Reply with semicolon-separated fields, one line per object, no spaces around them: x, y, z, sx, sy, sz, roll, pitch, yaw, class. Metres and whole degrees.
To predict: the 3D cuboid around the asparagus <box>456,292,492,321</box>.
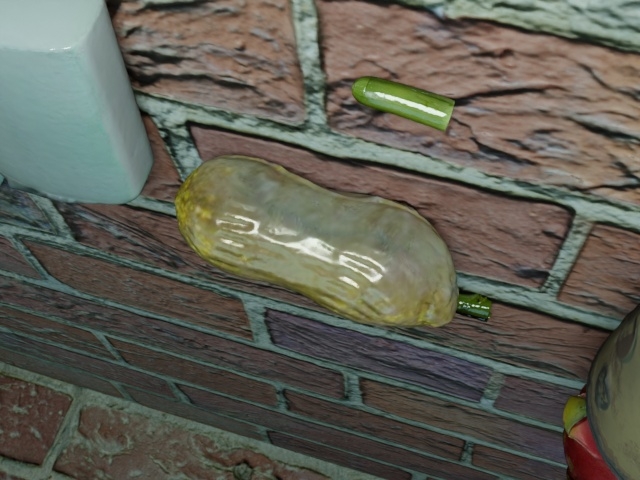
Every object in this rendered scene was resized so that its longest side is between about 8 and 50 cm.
0.128;0.069;1.129;0.165;0.030;0.036;11;168;19;asparagus

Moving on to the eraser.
-0.265;-0.140;0.845;0.189;0.104;0.290;21;158;7;eraser

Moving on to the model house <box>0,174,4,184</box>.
-0.484;-0.067;1.139;0.148;0.149;0.119;36;154;-33;model house

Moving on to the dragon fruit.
0.395;0.246;1.098;0.224;0.224;0.227;12;177;17;dragon fruit

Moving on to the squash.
0.065;-0.113;0.746;0.083;0.027;0.027;18;159;2;squash

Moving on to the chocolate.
0.000;0.000;0.944;0.309;0.134;0.134;23;159;1;chocolate

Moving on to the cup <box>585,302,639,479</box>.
0.410;0.108;0.792;0.301;0.227;0.257;-10;154;-6;cup
